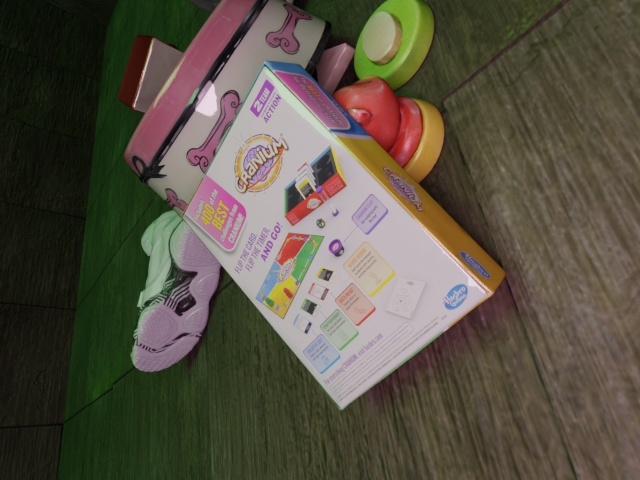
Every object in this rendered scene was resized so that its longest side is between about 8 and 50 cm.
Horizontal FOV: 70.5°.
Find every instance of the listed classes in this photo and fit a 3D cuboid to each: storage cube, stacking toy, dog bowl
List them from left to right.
[{"bbox_3d":[-0.417,-0.425,1.233,0.193,0.183,0.215,34,106,50],"label":"storage cube"},{"bbox_3d":[-0.166,-0.232,0.749,0.408,0.150,0.408,-46,23,26],"label":"dog bowl"},{"bbox_3d":[0.015,-0.207,0.639,0.309,0.130,0.280,-5,76,52],"label":"stacking toy"}]

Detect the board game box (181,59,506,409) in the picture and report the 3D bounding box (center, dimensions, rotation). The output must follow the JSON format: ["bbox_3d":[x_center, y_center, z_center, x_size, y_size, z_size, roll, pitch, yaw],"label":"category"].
[{"bbox_3d":[0.000,0.000,0.512,0.316,0.064,0.242,49,125,12],"label":"board game box"}]

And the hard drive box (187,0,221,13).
[{"bbox_3d":[-0.323,-0.765,1.217,0.089,0.181,0.232,-4,77,52],"label":"hard drive box"}]

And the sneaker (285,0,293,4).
[{"bbox_3d":[-0.099,-0.548,0.892,0.410,0.158,0.182,-59,30,21],"label":"sneaker"}]

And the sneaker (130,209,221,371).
[{"bbox_3d":[-0.325,0.088,0.998,0.210,0.137,0.366,29,98,53],"label":"sneaker"}]
